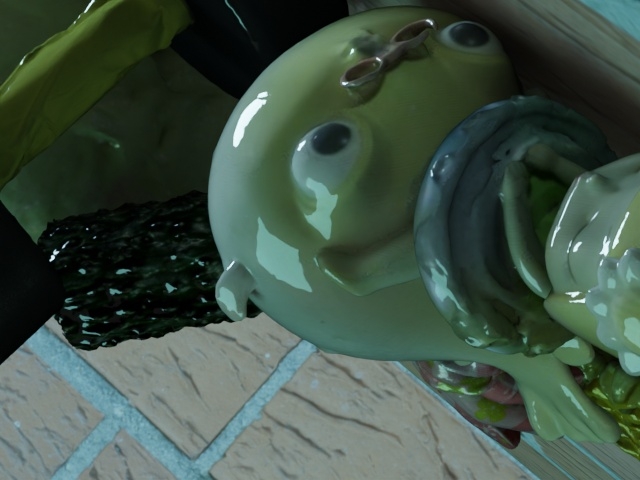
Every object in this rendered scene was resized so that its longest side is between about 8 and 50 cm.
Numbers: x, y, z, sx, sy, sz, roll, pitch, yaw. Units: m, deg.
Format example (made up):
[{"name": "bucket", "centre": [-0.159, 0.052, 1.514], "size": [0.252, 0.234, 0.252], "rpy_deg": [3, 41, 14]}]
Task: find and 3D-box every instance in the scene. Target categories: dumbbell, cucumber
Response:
[{"name": "dumbbell", "centre": [-0.157, -0.095, 1.191], "size": [0.204, 0.322, 0.204], "rpy_deg": [43, 167, 12]}, {"name": "cucumber", "centre": [0.000, 0.000, 1.265], "size": [0.096, 0.359, 0.096], "rpy_deg": [-10, -90, -79]}]

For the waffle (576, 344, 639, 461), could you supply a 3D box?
[{"name": "waffle", "centre": [0.282, 0.154, 1.555], "size": [0.250, 0.056, 0.261], "rpy_deg": [40, 173, -22]}]

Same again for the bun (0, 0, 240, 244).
[{"name": "bun", "centre": [-0.152, -0.134, 1.424], "size": [0.361, 0.213, 0.361], "rpy_deg": [33, -139, -34]}]

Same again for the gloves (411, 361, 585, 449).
[{"name": "gloves", "centre": [0.121, 0.075, 1.485], "size": [0.145, 0.126, 0.241], "rpy_deg": [48, 150, 47]}]

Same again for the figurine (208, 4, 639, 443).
[{"name": "figurine", "centre": [0.120, 0.012, 1.015], "size": [0.394, 0.226, 0.274], "rpy_deg": [11, 138, 53]}]
